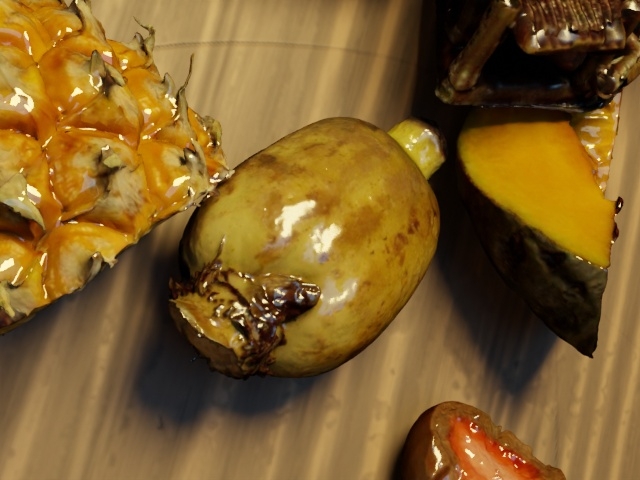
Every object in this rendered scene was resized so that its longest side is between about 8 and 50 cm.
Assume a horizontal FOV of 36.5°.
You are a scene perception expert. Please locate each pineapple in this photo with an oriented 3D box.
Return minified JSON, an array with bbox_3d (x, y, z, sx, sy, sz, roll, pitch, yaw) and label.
[{"bbox_3d":[-0.250,-0.067,0.571,0.344,0.209,0.286,-37,96,-10],"label":"pineapple"}]

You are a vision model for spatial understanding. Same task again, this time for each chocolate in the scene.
[{"bbox_3d":[0.126,0.197,0.792,0.124,0.127,0.133,29,31,-53],"label":"chocolate"}]

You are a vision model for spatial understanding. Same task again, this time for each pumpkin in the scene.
[{"bbox_3d":[0.190,-0.034,0.868,0.148,0.169,0.312,13,48,12],"label":"pumpkin"}]

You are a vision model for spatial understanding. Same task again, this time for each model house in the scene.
[{"bbox_3d":[0.247,-0.281,0.783,0.317,0.283,0.297,1,48,-19],"label":"model house"}]

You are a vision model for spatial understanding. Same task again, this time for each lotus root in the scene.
[{"bbox_3d":[0.000,0.000,0.752,0.314,0.141,0.169,-39,102,-34],"label":"lotus root"}]
